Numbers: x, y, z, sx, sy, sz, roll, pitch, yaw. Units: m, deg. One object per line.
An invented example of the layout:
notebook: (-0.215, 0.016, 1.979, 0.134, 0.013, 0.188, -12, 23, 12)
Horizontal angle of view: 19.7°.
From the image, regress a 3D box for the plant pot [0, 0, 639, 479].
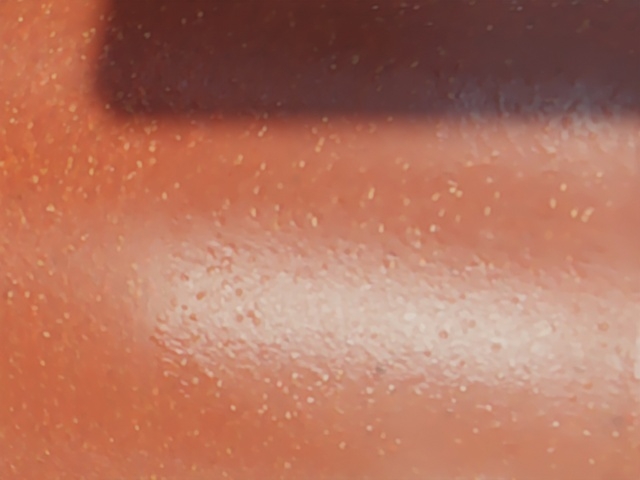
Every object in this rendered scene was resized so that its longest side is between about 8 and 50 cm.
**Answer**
plant pot: (0.000, 0.000, 0.468, 0.272, 0.265, 0.272, -18, 110, -59)
